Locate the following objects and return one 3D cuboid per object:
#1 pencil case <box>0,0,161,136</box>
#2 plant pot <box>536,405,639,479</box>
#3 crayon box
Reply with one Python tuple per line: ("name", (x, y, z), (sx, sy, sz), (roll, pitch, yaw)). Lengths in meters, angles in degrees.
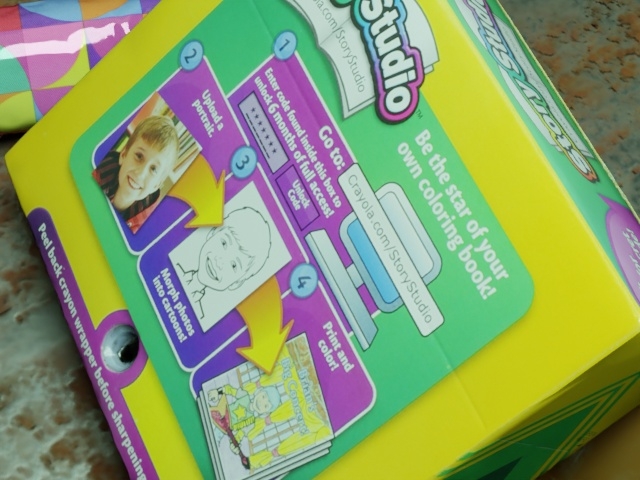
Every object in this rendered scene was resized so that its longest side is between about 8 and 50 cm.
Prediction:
("pencil case", (-0.158, -0.124, 1.080), (0.236, 0.104, 0.104), (-9, 60, -7))
("plant pot", (0.215, 0.084, 0.923), (0.205, 0.188, 0.205), (1, 59, -2))
("crayon box", (0.000, 0.000, 0.901), (0.313, 0.106, 0.363), (-40, 59, 21))
